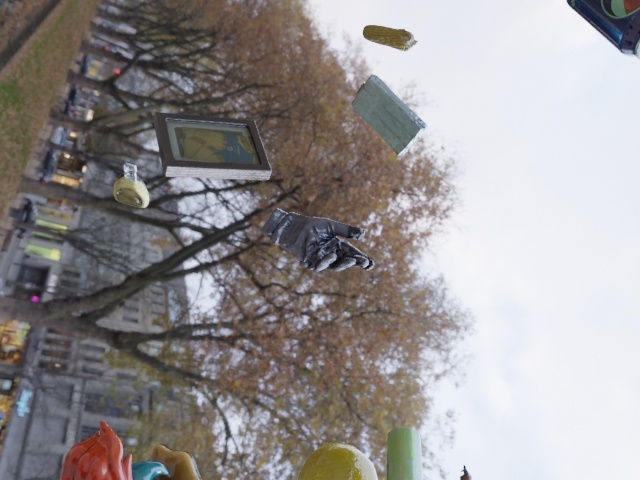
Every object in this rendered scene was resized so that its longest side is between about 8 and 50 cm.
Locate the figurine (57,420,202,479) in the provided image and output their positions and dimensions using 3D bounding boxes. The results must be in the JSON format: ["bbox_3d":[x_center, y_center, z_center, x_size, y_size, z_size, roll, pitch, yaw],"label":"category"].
[{"bbox_3d":[-0.335,0.410,0.941,0.208,0.257,0.181,-52,-121,21],"label":"figurine"}]

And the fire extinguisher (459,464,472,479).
[{"bbox_3d":[0.259,0.443,1.051,0.022,0.028,0.083,-7,-120,21],"label":"fire extinguisher"}]

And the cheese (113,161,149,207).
[{"bbox_3d":[-0.438,-0.132,1.373,0.162,0.086,0.036,121,-12,-58],"label":"cheese"}]

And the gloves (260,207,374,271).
[{"bbox_3d":[-0.003,0.000,1.395,0.142,0.285,0.119,-61,160,-8],"label":"gloves"}]

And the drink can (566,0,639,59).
[{"bbox_3d":[0.538,-0.416,1.053,0.118,0.118,0.205,-55,-132,36],"label":"drink can"}]

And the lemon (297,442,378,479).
[{"bbox_3d":[0.039,0.532,1.284,0.178,0.178,0.203,-51,-171,41],"label":"lemon"}]

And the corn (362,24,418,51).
[{"bbox_3d":[0.096,-0.281,0.819,0.083,0.028,0.027,23,-96,26],"label":"corn"}]

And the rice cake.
[{"bbox_3d":[0.172,-0.327,1.538,0.211,0.038,0.124,53,-44,12],"label":"rice cake"}]

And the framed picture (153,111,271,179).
[{"bbox_3d":[-0.174,-0.152,0.954,0.023,0.168,0.128,-62,-142,44],"label":"framed picture"}]

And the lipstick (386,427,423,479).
[{"bbox_3d":[0.159,0.503,1.113,0.076,0.076,0.304,-53,-161,39],"label":"lipstick"}]
